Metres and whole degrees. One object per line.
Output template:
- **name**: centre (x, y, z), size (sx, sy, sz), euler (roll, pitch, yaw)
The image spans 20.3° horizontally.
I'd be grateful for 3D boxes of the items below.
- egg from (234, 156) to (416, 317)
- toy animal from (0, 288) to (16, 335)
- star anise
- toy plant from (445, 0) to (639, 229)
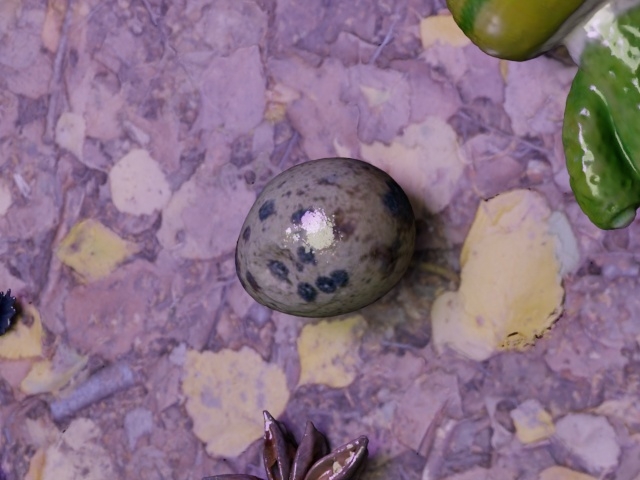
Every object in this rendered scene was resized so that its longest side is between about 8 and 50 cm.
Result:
- **egg**: centre (0.000, 0.000, 1.592), size (0.182, 0.141, 0.141), euler (-24, 79, 37)
- **toy animal**: centre (-0.392, 0.113, 1.849), size (0.220, 0.062, 0.108), euler (-25, 61, 26)
- **star anise**: centre (-0.016, 0.242, 1.646), size (0.195, 0.065, 0.182), euler (-46, 66, 24)
- **toy plant**: centre (0.253, -0.148, 1.453), size (0.224, 0.184, 0.316), euler (-41, 82, 2)
